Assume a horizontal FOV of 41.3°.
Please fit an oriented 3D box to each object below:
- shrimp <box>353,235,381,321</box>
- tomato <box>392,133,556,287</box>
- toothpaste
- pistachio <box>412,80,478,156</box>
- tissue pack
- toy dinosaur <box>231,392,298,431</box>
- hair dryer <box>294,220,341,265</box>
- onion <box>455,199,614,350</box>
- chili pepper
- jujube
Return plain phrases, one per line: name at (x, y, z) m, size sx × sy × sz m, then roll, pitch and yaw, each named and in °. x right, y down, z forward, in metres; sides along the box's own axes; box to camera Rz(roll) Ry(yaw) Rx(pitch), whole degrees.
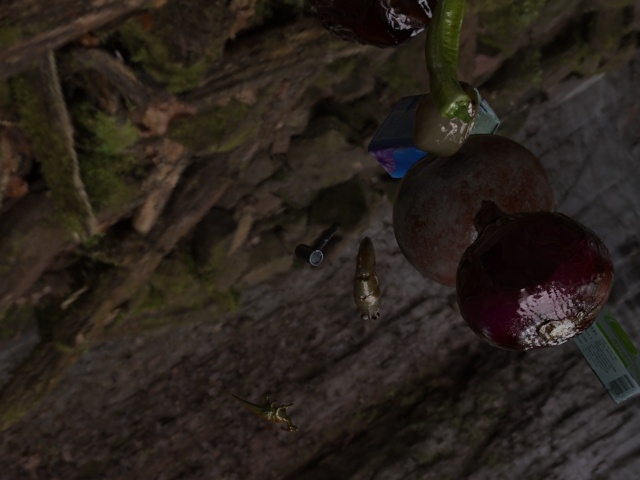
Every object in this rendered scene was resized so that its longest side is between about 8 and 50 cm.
shrimp at (0.109, 0.099, 1.924) m, size 0.062 × 0.153 × 0.294 m, roll 4°, pitch 149°, yaw 6°
tomato at (0.295, -0.054, 1.646) m, size 0.317 × 0.282 × 0.316 m, roll -35°, pitch -170°, yaw 7°
toothpaste at (0.512, 0.147, 1.644) m, size 0.081 × 0.336 × 0.067 m, roll -20°, pitch 165°, yaw -49°
pistachio at (0.221, -0.216, 1.500) m, size 0.113 × 0.113 × 0.149 m, roll -27°, pitch 164°, yaw -39°
tissue pack at (0.279, -0.260, 2.108) m, size 0.263 × 0.146 × 0.198 m, roll 3°, pitch -127°, yaw 55°
toy dinosaur at (-0.079, 0.251, 1.280) m, size 0.041 × 0.113 × 0.026 m, roll -60°, pitch 178°, yaw 13°
hair dryer at (0.000, 0.000, 1.324) m, size 0.083 × 0.026 × 0.047 m, roll -49°, pitch -143°, yaw -13°
onion at (0.248, 0.019, 1.047) m, size 0.195 × 0.218 × 0.139 m, roll -22°, pitch 146°, yaw 1°
chili pepper at (0.137, -0.219, 0.927) m, size 0.043 × 0.208 × 0.049 m, roll 6°, pitch 164°, yaw -18°
jujube at (0.114, -0.613, 2.101) m, size 0.258 × 0.377 × 0.258 m, roll -26°, pitch 127°, yaw -41°
